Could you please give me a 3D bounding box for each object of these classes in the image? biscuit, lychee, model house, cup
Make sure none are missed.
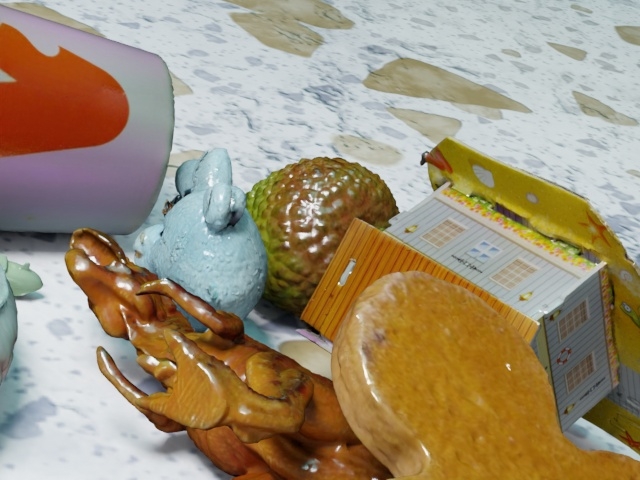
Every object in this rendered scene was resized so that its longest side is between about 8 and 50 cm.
[{"bbox_3d":[0.094,0.153,0.616,0.205,0.049,0.324,-5,57,-39],"label":"biscuit"},{"bbox_3d":[0.000,0.000,0.933,0.146,0.114,0.114,2,10,42],"label":"lychee"},{"bbox_3d":[0.100,0.075,0.807,0.136,0.207,0.219,-35,44,-22],"label":"model house"},{"bbox_3d":[-0.254,-0.088,0.908,0.288,0.203,0.203,9,24,-30],"label":"cup"}]

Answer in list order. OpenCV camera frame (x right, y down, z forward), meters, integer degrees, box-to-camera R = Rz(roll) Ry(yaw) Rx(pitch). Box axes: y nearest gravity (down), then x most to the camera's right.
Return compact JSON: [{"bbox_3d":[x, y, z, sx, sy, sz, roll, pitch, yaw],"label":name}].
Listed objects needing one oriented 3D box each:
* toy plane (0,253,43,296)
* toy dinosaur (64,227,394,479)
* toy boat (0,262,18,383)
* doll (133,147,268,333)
[{"bbox_3d":[-0.214,0.019,0.863,0.083,0.033,0.080,8,36,-17],"label":"toy plane"},{"bbox_3d":[-0.001,0.118,0.703,0.432,0.097,0.208,34,13,18],"label":"toy dinosaur"},{"bbox_3d":[-0.230,0.061,0.734,0.134,0.079,0.207,3,16,-12],"label":"toy boat"},{"bbox_3d":[-0.088,-0.004,0.895,0.075,0.120,0.180,-4,24,-20],"label":"doll"}]
